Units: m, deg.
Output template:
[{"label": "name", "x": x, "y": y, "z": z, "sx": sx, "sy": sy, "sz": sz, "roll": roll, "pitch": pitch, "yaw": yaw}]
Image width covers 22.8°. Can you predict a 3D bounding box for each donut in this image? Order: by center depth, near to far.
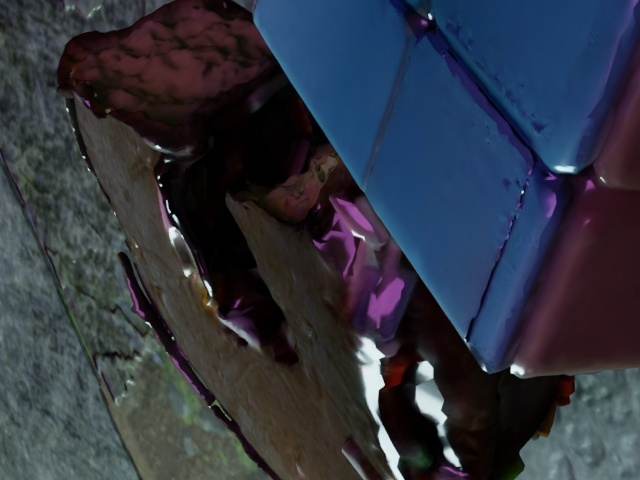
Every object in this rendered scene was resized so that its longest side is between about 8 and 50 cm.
[{"label": "donut", "x": 0.005, "y": 0.018, "z": 0.801, "sx": 0.345, "sy": 0.136, "sz": 0.259, "roll": 26, "pitch": 142, "yaw": 57}]

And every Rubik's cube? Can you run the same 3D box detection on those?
[{"label": "Rubik's cube", "x": 0.132, "y": -0.112, "z": 0.545, "sx": 0.231, "sy": 0.221, "sz": 0.224, "roll": 59, "pitch": 141, "yaw": 44}]
